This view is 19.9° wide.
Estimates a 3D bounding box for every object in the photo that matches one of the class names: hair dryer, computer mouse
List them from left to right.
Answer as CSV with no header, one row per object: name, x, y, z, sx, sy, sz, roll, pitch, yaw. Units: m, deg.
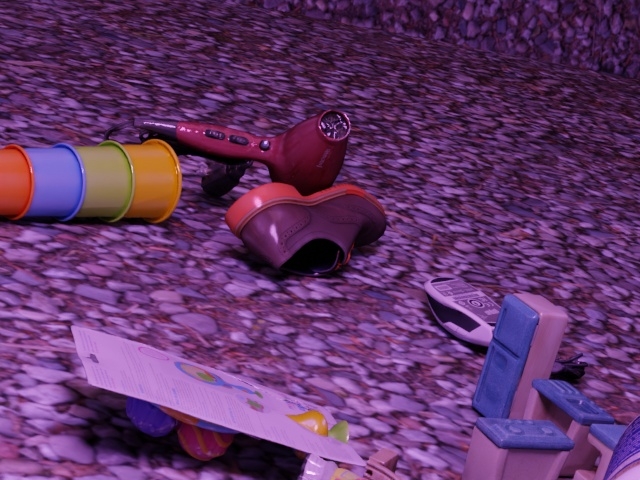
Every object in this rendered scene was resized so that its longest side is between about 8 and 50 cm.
hair dryer,-0.080,-0.093,2.075,0.293,0.080,0.223,-12,-17,34
computer mouse,0.183,0.100,1.939,0.106,0.042,0.193,-7,33,-44

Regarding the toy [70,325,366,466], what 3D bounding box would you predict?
toy,-0.091,0.144,1.488,0.237,0.056,0.137,16,11,-18

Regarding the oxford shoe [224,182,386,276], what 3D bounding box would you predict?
oxford shoe,0.000,0.000,2.057,0.271,0.097,0.098,-2,52,-55

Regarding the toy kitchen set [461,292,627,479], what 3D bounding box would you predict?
toy kitchen set,0.172,0.138,1.642,0.166,0.122,0.207,6,18,-31

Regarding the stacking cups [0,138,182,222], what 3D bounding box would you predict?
stacking cups,-0.297,-0.069,1.935,0.316,0.096,0.096,1,21,-43

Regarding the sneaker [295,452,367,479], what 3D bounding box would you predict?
sneaker,0.018,0.212,1.316,0.094,0.081,0.208,19,15,3

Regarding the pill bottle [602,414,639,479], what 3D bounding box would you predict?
pill bottle,0.300,0.210,1.463,0.153,0.153,0.264,19,16,10

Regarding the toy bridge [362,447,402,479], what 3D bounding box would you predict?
toy bridge,0.117,0.222,1.477,0.188,0.026,0.063,23,20,23
